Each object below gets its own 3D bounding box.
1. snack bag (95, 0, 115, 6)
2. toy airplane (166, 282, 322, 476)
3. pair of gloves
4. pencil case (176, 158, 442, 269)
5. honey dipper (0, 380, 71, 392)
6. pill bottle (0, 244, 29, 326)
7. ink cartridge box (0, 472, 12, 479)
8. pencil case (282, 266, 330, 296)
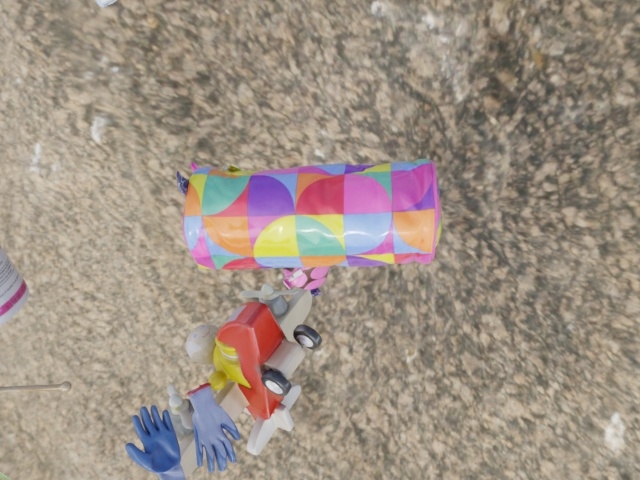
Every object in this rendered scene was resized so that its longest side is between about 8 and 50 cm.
[{"bbox_3d":[-0.210,-0.485,0.751,0.342,0.037,0.323,-36,89,3],"label":"snack bag"},{"bbox_3d":[-0.162,0.275,1.344,0.272,0.386,0.384,27,99,14],"label":"toy airplane"},{"bbox_3d":[-0.237,0.347,1.101,0.023,0.198,0.159,-35,75,50],"label":"pair of gloves"},{"bbox_3d":[-0.010,-0.027,0.571,0.236,0.104,0.104,1,93,7],"label":"pencil case"},{"bbox_3d":[-0.477,0.234,0.992,0.160,0.030,0.030,2,94,-25],"label":"honey dipper"},{"bbox_3d":[-0.598,0.010,0.982,0.160,0.160,0.283,-15,119,9],"label":"pill bottle"},{"bbox_3d":[-0.818,0.501,1.395,0.235,0.056,0.171,-4,134,35],"label":"ink cartridge box"},{"bbox_3d":[0.000,0.000,1.109,0.095,0.098,0.209,47,136,23],"label":"pencil case"}]
